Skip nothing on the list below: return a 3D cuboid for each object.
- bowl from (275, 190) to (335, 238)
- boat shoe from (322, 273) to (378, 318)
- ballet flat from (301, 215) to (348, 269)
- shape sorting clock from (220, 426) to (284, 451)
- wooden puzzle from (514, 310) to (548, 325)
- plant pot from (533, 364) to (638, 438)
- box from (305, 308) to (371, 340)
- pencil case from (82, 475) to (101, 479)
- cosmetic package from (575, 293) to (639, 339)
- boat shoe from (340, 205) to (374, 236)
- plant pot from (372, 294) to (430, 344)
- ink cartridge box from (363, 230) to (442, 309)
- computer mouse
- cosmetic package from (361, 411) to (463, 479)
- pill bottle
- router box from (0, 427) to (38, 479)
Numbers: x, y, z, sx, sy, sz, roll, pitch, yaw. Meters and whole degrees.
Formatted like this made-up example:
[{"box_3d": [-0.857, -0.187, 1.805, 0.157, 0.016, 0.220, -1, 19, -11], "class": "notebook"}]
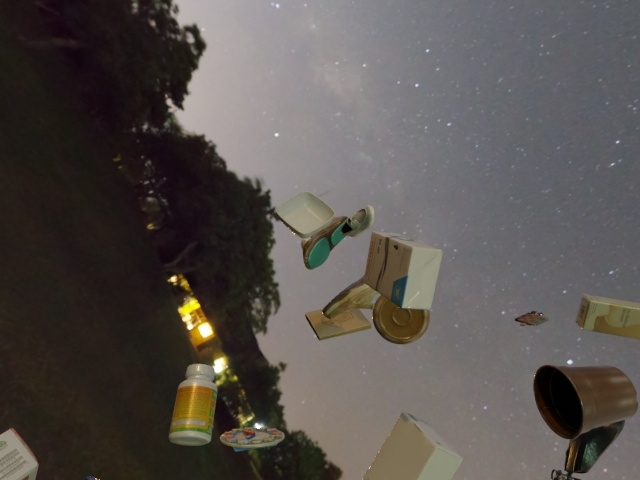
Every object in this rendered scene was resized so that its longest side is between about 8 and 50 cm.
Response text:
[{"box_3d": [-0.044, -0.068, 1.249, 0.142, 0.142, 0.053, 39, -33, 27], "class": "bowl"}, {"box_3d": [0.095, 0.127, 0.960, 0.072, 0.190, 0.068, 56, -7, -1], "class": "boat shoe"}, {"box_3d": [0.000, 0.000, 1.734, 0.124, 0.342, 0.116, 10, -49, 33], "class": "ballet flat"}, {"box_3d": [-0.220, 0.633, 1.384, 0.206, 0.206, 0.040, 149, -61, -72], "class": "shape sorting clock"}, {"box_3d": [0.469, 0.175, 0.950, 0.049, 0.083, 0.006, 14, -65, 61], "class": "wooden puzzle"}, {"box_3d": [0.635, 0.371, 1.021, 0.167, 0.165, 0.166, 175, -90, -81], "class": "plant pot"}, {"box_3d": [0.062, 0.293, 1.567, 0.164, 0.201, 0.021, -133, -142, -60], "class": "box"}, {"box_3d": [-0.353, 0.576, 0.820, 0.306, 0.133, 0.119, 40, -3, -18], "class": "pencil case"}, {"box_3d": [0.533, 0.138, 0.769, 0.041, 0.115, 0.060, -42, 138, -73], "class": "cosmetic package"}, {"box_3d": [0.114, -0.060, 1.372, 0.184, 0.063, 0.066, 140, -54, -66], "class": "boat shoe"}, {"box_3d": [0.333, 0.312, 1.763, 0.236, 0.236, 0.032, 61, 2, 6], "class": "plant pot"}, {"box_3d": [0.133, 0.045, 0.766, 0.180, 0.060, 0.104, -150, -113, -67], "class": "ink cartridge box"}, {"box_3d": [0.709, 0.556, 1.157, 0.072, 0.272, 0.188, 40, -8, 25], "class": "computer mouse"}, {"box_3d": [0.154, 0.464, 0.811, 0.086, 0.231, 0.117, 33, -1, -25], "class": "cosmetic package"}, {"box_3d": [-0.432, 0.564, 1.479, 0.136, 0.137, 0.245, 88, 1, -53], "class": "pill bottle"}, {"box_3d": [-0.632, 0.484, 0.646, 0.082, 0.335, 0.301, 43, -55, 11], "class": "router box"}]
